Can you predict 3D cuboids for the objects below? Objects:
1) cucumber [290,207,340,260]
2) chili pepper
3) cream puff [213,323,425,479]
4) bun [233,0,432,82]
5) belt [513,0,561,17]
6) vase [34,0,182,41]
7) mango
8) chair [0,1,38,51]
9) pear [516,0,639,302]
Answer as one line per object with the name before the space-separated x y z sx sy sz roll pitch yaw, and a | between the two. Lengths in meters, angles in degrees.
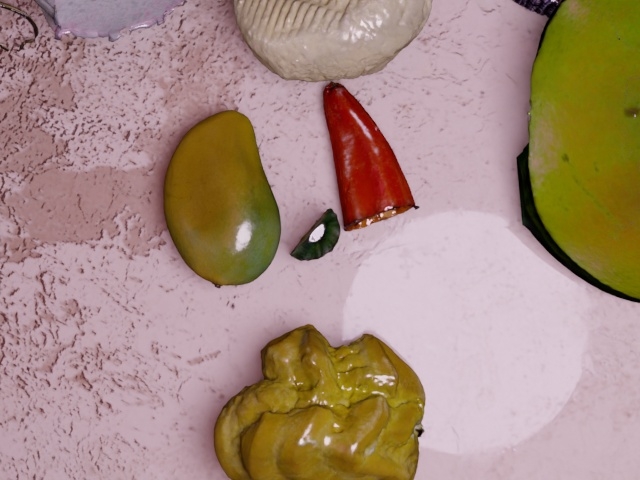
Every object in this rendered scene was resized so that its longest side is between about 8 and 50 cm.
cucumber | 0.000 0.000 1.153 0.035 0.107 0.067 42 88 -2
chili pepper | 0.039 -0.100 1.184 0.088 0.065 0.169 -22 79 18
cream puff | 0.000 0.178 1.114 0.221 0.195 0.194 -2 87 -2
bun | 0.022 -0.259 1.151 0.220 0.134 0.220 -8 61 15
belt | 0.267 -0.388 1.153 0.260 0.122 0.325 -40 87 8
vase | -0.280 -0.451 1.127 0.250 0.250 0.445 -27 80 1
mango | -0.111 -0.042 1.176 0.122 0.085 0.191 -19 76 12
chair | -0.484 -0.170 1.176 0.160 0.170 0.326 40 46 8
pear | 0.395 -0.108 1.056 0.399 0.165 0.398 -1 102 -5
